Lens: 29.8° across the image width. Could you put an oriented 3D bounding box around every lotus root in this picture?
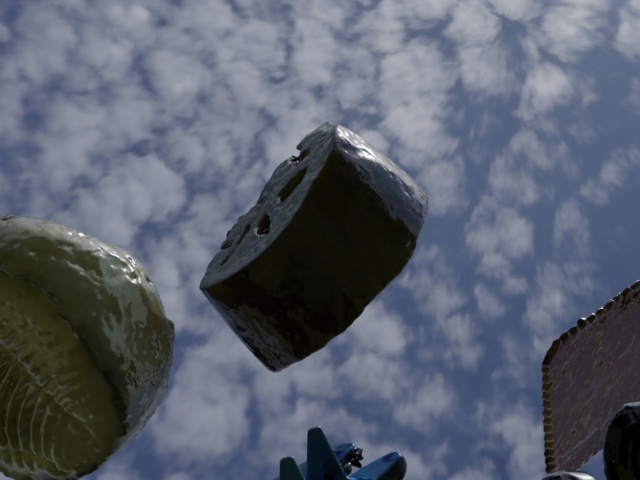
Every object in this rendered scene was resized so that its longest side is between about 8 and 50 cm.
[{"bbox_3d":[0.000,0.000,1.097,0.119,0.138,0.235,42,-109,-19],"label":"lotus root"}]

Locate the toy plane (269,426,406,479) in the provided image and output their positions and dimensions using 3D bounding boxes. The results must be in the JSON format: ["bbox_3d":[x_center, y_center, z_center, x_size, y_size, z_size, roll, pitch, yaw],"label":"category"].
[{"bbox_3d":[-0.059,0.208,0.854,0.246,0.169,0.078,-33,-86,35],"label":"toy plane"}]

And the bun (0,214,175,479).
[{"bbox_3d":[-0.245,0.084,1.078,0.259,0.152,0.259,13,-59,22],"label":"bun"}]

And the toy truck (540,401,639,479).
[{"bbox_3d":[0.252,0.215,0.822,0.147,0.165,0.224,9,-36,-21],"label":"toy truck"}]

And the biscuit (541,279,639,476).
[{"bbox_3d":[0.316,0.132,1.258,0.232,0.013,0.237,-32,-43,-21],"label":"biscuit"}]
